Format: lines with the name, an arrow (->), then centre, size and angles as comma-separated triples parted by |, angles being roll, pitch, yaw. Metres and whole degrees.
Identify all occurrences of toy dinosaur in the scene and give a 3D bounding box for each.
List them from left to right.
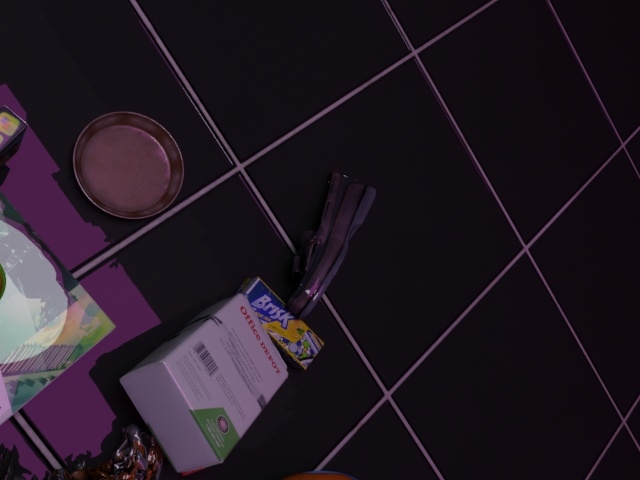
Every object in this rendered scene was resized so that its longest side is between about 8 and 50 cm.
toy dinosaur -> -0.326, 0.384, 0.823 | 0.218, 0.164, 0.322 | 52, 33, -34

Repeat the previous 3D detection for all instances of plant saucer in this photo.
plant saucer -> -0.297, -0.114, 0.990 | 0.168, 0.029, 0.169 | 5, 80, -30

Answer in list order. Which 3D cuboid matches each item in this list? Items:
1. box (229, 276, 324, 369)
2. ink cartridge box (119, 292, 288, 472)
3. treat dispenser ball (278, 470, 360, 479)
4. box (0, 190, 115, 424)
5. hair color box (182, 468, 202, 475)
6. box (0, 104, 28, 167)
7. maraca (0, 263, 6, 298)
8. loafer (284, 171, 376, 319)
box -> -0.076, 0.138, 1.066 | 0.169, 0.054, 0.059 | 47, 62, -17
ink cartridge box -> -0.158, 0.198, 0.932 | 0.160, 0.092, 0.219 | 62, 28, -8
treat dispenser ball -> -0.003, 0.481, 0.914 | 0.288, 0.288, 0.289 | 6, 79, -30
box -> -0.465, 0.071, 0.840 | 0.232, 0.058, 0.322 | -44, 105, -29
hair color box -> -0.207, 0.266, 0.952 | 0.141, 0.043, 0.072 | 63, 19, -8
box -> -0.448, -0.067, 0.777 | 0.036, 0.114, 0.207 | 43, 63, -17
maraca -> -0.465, 0.073, 0.749 | 0.185, 0.099, 0.127 | -33, 131, -22
loafer -> 0.000, 0.000, 1.113 | 0.095, 0.109, 0.303 | 33, 54, -5
